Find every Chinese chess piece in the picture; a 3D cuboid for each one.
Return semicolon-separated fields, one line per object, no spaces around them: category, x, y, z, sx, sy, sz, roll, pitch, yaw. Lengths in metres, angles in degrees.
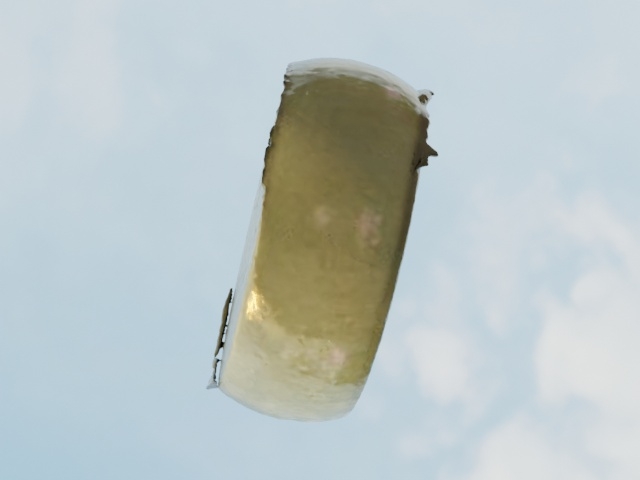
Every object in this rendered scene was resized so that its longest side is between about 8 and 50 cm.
Chinese chess piece;0.000;0.000;0.950;0.083;0.188;0.188;12;-121;-4
